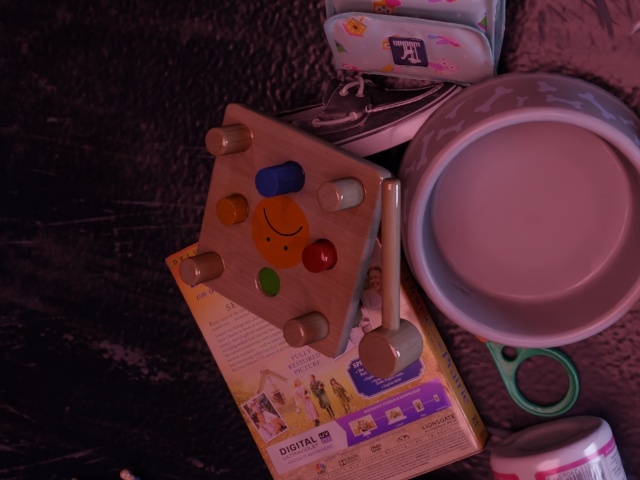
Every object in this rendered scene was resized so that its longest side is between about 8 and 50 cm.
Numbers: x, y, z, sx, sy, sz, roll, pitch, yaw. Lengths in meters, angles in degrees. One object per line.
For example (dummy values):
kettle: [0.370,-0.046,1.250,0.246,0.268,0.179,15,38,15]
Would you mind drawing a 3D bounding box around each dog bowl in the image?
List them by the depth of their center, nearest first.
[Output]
dog bowl: [0.259,-0.025,1.466,0.349,0.102,0.348,1,110,3]

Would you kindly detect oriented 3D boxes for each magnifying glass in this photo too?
magnifying glass: [0.244,0.142,1.599,0.231,0.026,0.092,41,110,6]

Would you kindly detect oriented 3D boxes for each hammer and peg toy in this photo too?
hammer and peg toy: [0.000,0.000,1.477,0.361,0.127,0.266,27,115,31]

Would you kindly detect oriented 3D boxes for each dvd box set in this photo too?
dvd box set: [0.005,0.147,1.661,0.308,0.062,0.420,-26,91,22]

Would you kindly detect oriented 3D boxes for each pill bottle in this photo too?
pill bottle: [0.331,0.382,1.537,0.160,0.160,0.283,-16,94,21]

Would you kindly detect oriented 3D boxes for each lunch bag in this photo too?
lunch bag: [0.119,-0.318,1.487,0.223,0.160,0.262,7,120,14]

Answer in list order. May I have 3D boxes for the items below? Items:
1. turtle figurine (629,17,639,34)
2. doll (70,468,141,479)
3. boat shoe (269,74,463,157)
turtle figurine: [0.519,-0.306,1.329,0.275,0.198,0.266,22,102,11]
doll: [-0.297,0.404,1.820,0.189,0.046,0.129,7,103,18]
boat shoe: [0.041,-0.165,1.566,0.301,0.108,0.102,-15,105,28]
